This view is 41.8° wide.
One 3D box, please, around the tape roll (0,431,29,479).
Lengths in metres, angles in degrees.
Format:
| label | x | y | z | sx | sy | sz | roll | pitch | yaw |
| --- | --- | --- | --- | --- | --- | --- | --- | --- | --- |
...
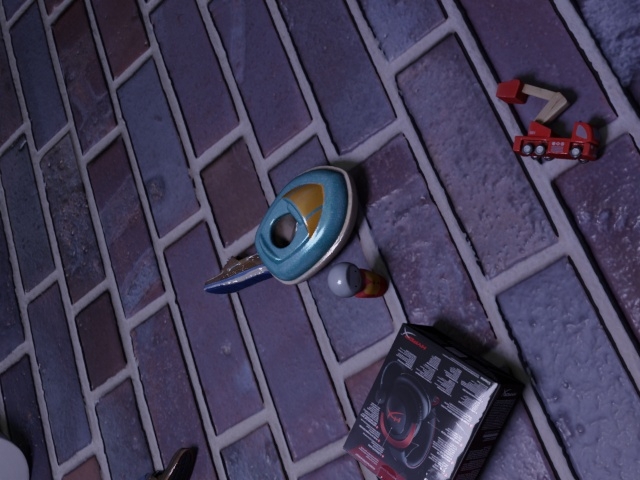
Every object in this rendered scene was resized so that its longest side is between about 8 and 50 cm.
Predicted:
| label | x | y | z | sx | sy | sz | roll | pitch | yaw |
| --- | --- | --- | --- | --- | --- | --- | --- | --- | --- |
| tape roll | -0.919 | 0.645 | 2.085 | 0.072 | 0.392 | 0.392 | 25 | 98 | 37 |

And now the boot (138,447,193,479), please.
| label | x | y | z | sx | sy | sz | roll | pitch | yaw |
| --- | --- | --- | --- | --- | --- | --- | --- | --- | --- |
| boot | -0.363 | 0.536 | 1.876 | 0.106 | 0.082 | 0.219 | 33 | 104 | 34 |

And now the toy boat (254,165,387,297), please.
| label | x | y | z | sx | sy | sz | roll | pitch | yaw |
| --- | --- | --- | --- | --- | --- | --- | --- | --- | --- |
| toy boat | 0.000 | 0.000 | 1.652 | 0.318 | 0.148 | 0.267 | 47 | 110 | 33 |

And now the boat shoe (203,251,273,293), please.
| label | x | y | z | sx | sy | sz | roll | pitch | yaw |
| --- | --- | --- | --- | --- | --- | --- | --- | --- | --- |
| boat shoe | -0.177 | 0.068 | 1.834 | 0.183 | 0.066 | 0.066 | -18 | 67 | 23 |

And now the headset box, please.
| label | x | y | z | sx | sy | sz | roll | pitch | yaw |
| --- | --- | --- | --- | --- | --- | --- | --- | --- | --- |
| headset box | 0.188 | 0.325 | 1.475 | 0.218 | 0.110 | 0.293 | 30 | 101 | 37 |

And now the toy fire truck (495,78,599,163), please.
| label | x | y | z | sx | sy | sz | roll | pitch | yaw |
| --- | --- | --- | --- | --- | --- | --- | --- | --- | --- |
| toy fire truck | 0.393 | -0.208 | 1.453 | 0.192 | 0.047 | 0.135 | 9 | 86 | 37 |
